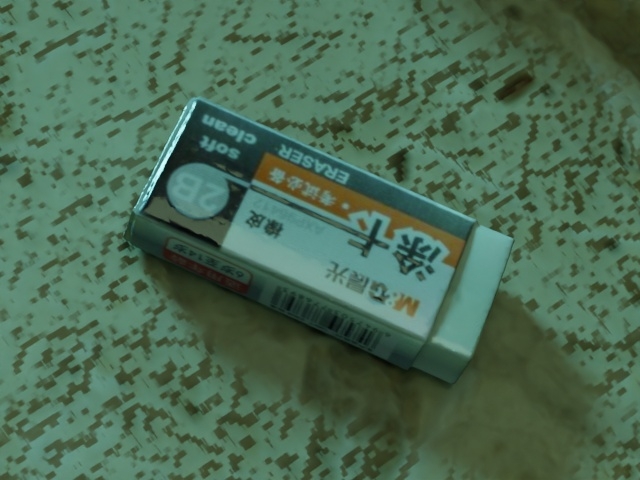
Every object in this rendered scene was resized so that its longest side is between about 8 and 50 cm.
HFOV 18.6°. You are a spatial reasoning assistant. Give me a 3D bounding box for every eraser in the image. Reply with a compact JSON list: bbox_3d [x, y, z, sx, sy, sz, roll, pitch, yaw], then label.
[{"bbox_3d":[0.000,0.000,0.652,0.122,0.029,0.052,24,63,0],"label":"eraser"}]
